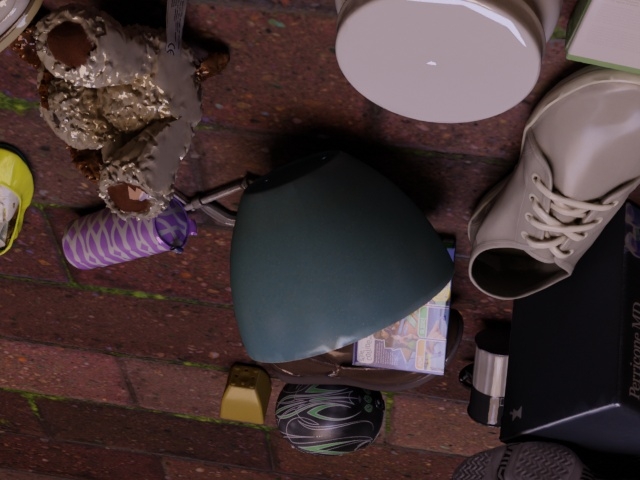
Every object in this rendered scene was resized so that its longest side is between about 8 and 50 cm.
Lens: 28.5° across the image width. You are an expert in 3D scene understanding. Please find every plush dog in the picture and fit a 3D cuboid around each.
[{"bbox_3d":[-0.248,-0.175,1.482,0.225,0.210,0.262,4,124,40],"label":"plush dog"}]

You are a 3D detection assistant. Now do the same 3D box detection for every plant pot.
[{"bbox_3d":[-0.133,0.267,2.245,0.081,0.081,0.083,8,140,5],"label":"plant pot"},{"bbox_3d":[0.000,0.000,1.600,0.290,0.290,0.195,-14,107,36],"label":"plant pot"}]

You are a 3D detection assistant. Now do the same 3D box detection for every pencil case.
[{"bbox_3d":[-0.280,-0.011,1.825,0.206,0.086,0.088,-10,171,34],"label":"pencil case"}]

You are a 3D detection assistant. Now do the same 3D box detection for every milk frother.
[{"bbox_3d":[0.267,0.197,1.984,0.143,0.129,0.135,24,123,37],"label":"milk frother"}]

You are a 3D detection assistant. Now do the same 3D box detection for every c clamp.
[{"bbox_3d":[-0.123,-0.056,1.748,0.160,0.022,0.137,-14,143,35],"label":"c clamp"}]

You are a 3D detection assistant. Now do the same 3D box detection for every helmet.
[{"bbox_3d":[0.008,0.291,2.155,0.161,0.169,0.169,11,154,-33],"label":"helmet"}]

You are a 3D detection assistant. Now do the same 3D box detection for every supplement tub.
[{"bbox_3d":[0.116,-0.258,1.080,0.191,0.272,0.191,8,150,5],"label":"supplement tub"}]

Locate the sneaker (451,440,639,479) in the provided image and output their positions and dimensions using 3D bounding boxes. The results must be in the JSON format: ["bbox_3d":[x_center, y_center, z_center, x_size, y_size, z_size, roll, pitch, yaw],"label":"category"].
[{"bbox_3d":[0.343,0.366,1.607,0.365,0.137,0.210,5,147,4],"label":"sneaker"}]

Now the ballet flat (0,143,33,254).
[{"bbox_3d":[-0.460,-0.048,1.820,0.077,0.077,0.231,16,149,-7],"label":"ballet flat"}]

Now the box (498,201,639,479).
[{"bbox_3d":[0.460,0.183,1.690,0.395,0.294,0.212,27,146,-26],"label":"box"}]

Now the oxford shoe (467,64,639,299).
[{"bbox_3d":[0.295,-0.056,1.510,0.169,0.130,0.449,18,148,-8],"label":"oxford shoe"}]

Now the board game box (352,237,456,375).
[{"bbox_3d":[0.118,0.090,1.792,0.136,0.035,0.201,7,113,8],"label":"board game box"}]

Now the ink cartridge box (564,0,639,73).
[{"bbox_3d":[0.356,-0.251,1.231,0.171,0.056,0.235,12,147,-2],"label":"ink cartridge box"}]

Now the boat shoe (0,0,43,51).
[{"bbox_3d":[-0.437,-0.261,1.420,0.302,0.113,0.103,-12,148,35],"label":"boat shoe"}]

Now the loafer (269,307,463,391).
[{"bbox_3d":[0.045,0.153,1.935,0.365,0.134,0.130,-11,143,33],"label":"loafer"}]
